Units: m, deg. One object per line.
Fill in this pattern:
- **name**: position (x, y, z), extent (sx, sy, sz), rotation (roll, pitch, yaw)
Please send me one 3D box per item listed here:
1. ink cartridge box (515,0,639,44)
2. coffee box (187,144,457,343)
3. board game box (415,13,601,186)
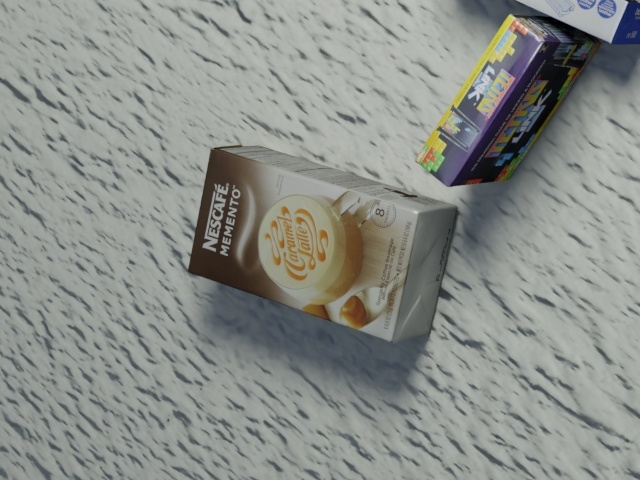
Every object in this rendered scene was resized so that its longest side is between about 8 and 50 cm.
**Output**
- **ink cartridge box**: position (0.211, -0.246, 1.818), extent (0.207, 0.097, 0.046), rotation (28, 108, 23)
- **coffee box**: position (0.000, 0.000, 1.960), extent (0.246, 0.098, 0.141), rotation (17, 103, 26)
- **board game box**: position (0.180, -0.133, 1.823), extent (0.048, 0.141, 0.170), rotation (40, 113, 20)
